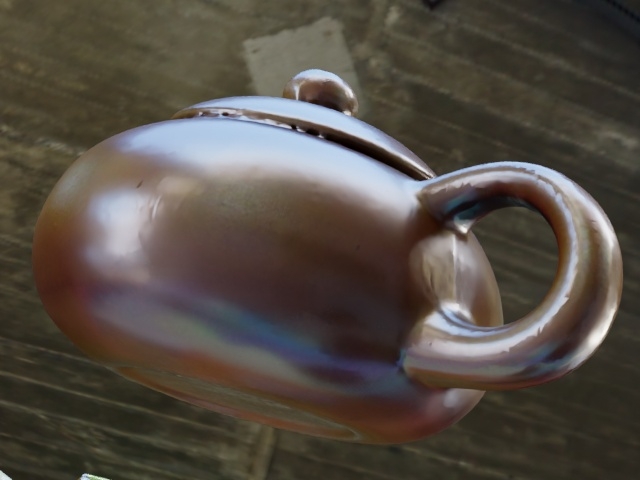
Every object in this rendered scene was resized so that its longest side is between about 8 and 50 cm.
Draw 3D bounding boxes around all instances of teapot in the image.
[{"bbox_3d":[0.000,0.000,0.532,0.178,0.252,0.135,22,-105,-44],"label":"teapot"}]

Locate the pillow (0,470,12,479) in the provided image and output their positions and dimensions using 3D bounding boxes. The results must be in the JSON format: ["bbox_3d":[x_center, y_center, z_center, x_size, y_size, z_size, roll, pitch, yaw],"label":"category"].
[{"bbox_3d":[-0.324,0.320,1.200,0.312,0.119,0.310,40,-105,-30],"label":"pillow"}]

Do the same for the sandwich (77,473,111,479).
[{"bbox_3d":[-0.170,0.257,1.170,0.074,0.074,0.117,32,-103,-57],"label":"sandwich"}]
